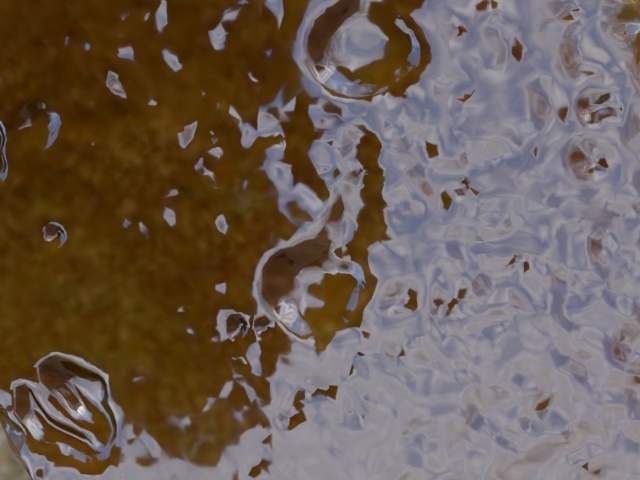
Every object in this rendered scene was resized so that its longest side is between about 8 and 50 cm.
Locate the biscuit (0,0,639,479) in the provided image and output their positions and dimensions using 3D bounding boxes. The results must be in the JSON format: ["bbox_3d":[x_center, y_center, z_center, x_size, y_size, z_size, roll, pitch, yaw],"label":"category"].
[{"bbox_3d":[0.000,0.000,0.449,0.208,0.290,0.041,-30,0,25],"label":"biscuit"}]
